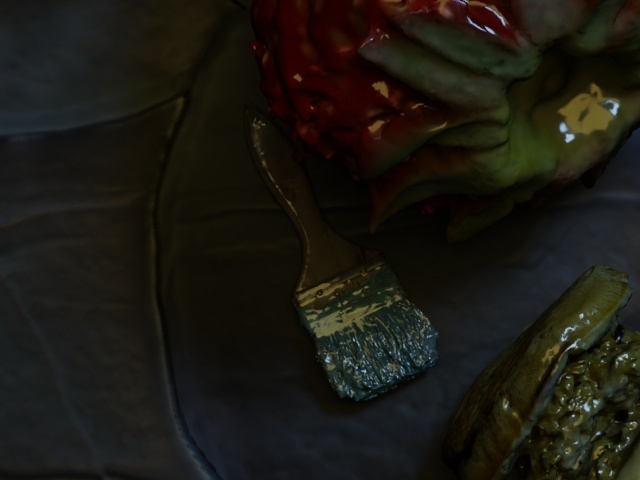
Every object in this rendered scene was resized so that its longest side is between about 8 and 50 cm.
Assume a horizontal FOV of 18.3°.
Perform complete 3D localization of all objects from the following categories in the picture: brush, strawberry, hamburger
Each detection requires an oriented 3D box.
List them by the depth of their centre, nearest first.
[{"bbox_3d":[0.143,0.111,1.070,0.131,0.159,0.185,42,123,2],"label":"hamburger"},{"bbox_3d":[0.060,-0.184,1.108,0.292,0.292,0.343,-30,57,-7],"label":"strawberry"},{"bbox_3d":[0.000,0.000,1.165,0.070,0.021,0.196,-26,75,-7],"label":"brush"}]
